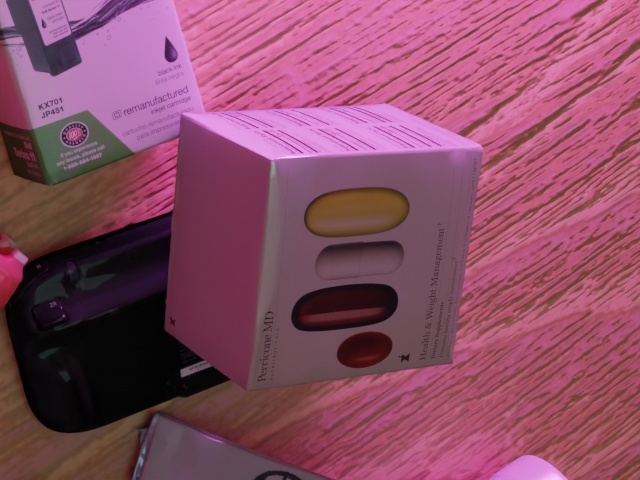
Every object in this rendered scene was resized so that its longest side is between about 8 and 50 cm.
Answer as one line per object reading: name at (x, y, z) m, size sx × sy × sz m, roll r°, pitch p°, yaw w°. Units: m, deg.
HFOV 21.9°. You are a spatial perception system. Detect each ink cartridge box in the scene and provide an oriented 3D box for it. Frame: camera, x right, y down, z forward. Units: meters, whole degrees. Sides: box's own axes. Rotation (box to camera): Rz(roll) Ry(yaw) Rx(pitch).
ink cartridge box at (-0.197, -0.169, 1.328) m, size 0.153 × 0.087 × 0.208 m, roll -24°, pitch 110°, yaw -23°

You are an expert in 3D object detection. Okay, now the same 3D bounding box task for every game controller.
game controller at (-0.115, 0.054, 1.444) m, size 0.319 × 0.067 × 0.166 m, roll -20°, pitch 123°, yaw -23°

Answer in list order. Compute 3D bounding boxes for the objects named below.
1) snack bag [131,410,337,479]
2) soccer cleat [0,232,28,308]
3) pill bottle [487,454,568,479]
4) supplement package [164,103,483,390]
snack bag at (-0.046, 0.354, 1.442) m, size 0.342 × 0.037 × 0.323 m, roll 19°, pitch 92°, yaw 11°
soccer cleat at (-0.340, -0.019, 1.289) m, size 0.248 × 0.083 × 0.095 m, roll 40°, pitch 88°, yaw -30°
pill bottle at (0.123, 0.333, 1.563) m, size 0.283 × 0.160 × 0.160 m, roll -31°, pitch 113°, yaw -20°
supplement package at (0.000, 0.000, 1.355) m, size 0.203 × 0.149 × 0.194 m, roll -5°, pitch 110°, yaw -32°
